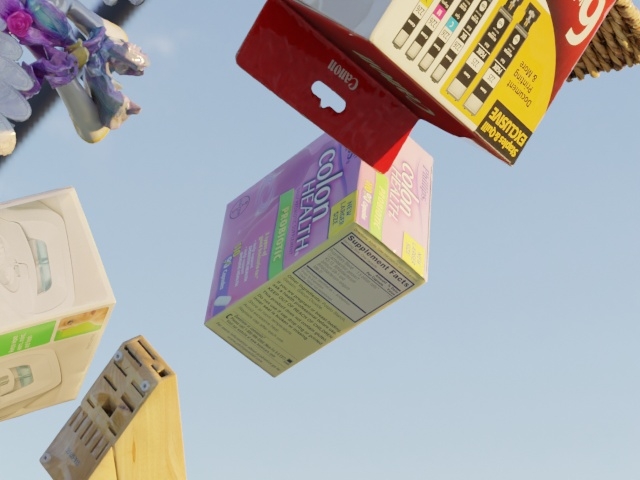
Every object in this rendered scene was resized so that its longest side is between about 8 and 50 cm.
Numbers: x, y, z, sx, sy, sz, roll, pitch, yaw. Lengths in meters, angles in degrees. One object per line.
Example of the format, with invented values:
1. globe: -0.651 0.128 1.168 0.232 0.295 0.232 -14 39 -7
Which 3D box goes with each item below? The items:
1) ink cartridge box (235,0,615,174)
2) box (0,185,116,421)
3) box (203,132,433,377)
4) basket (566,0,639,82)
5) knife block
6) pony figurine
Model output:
1. ink cartridge box: 0.104 -0.198 1.557 0.130 0.272 0.309 31 0 35
2. box: -0.332 0.079 1.560 0.231 0.127 0.262 -16 -19 -24
3. box: 0.000 0.000 1.959 0.243 0.213 0.117 -33 -59 31
4. basket: 0.236 -0.326 1.911 0.223 0.213 0.299 -14 -34 28
5. knife block: -0.215 0.271 2.142 0.242 0.276 0.088 24 15 -50
6. pony figurine: -0.298 -0.242 1.690 0.303 0.351 0.363 -44 -27 -5
